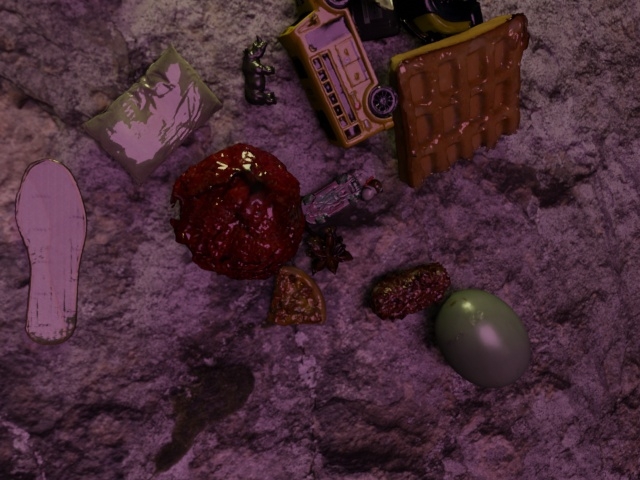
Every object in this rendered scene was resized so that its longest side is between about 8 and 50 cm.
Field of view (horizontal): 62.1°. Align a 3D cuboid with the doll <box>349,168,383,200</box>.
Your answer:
[{"bbox_3d":[0.102,-0.129,1.192,0.058,0.040,0.085,-35,111,-3],"label":"doll"}]

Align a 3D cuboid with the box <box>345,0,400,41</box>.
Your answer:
[{"bbox_3d":[0.114,-0.498,1.140,0.125,0.027,0.126,-18,106,-20],"label":"box"}]

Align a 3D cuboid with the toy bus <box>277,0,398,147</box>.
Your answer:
[{"bbox_3d":[0.023,-0.358,1.059,0.151,0.145,0.331,-30,111,-6],"label":"toy bus"}]

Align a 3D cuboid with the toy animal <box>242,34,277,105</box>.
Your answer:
[{"bbox_3d":[-0.123,-0.337,1.055,0.065,0.047,0.135,-5,106,-14],"label":"toy animal"}]

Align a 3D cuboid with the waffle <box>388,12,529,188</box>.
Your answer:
[{"bbox_3d":[0.307,-0.312,1.175,0.348,0.077,0.304,-27,128,-18],"label":"waffle"}]

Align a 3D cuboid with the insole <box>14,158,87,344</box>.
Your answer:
[{"bbox_3d":[-0.495,0.025,0.978,0.119,0.009,0.348,1,98,-24],"label":"insole"}]

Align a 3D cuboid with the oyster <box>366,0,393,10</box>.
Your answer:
[{"bbox_3d":[0.033,-0.565,1.021,0.100,0.271,0.275,-38,149,10],"label":"oyster"}]

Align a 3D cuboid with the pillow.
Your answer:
[{"bbox_3d":[-0.309,-0.233,0.993,0.229,0.050,0.148,-46,108,-7],"label":"pillow"}]

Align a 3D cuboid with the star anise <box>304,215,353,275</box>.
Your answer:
[{"bbox_3d":[0.000,0.000,1.147,0.097,0.070,0.190,-20,130,10],"label":"star anise"}]

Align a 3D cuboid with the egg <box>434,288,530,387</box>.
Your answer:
[{"bbox_3d":[0.390,0.238,1.284,0.203,0.203,0.282,-46,117,-10],"label":"egg"}]

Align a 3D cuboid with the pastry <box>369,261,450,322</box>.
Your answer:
[{"bbox_3d":[0.205,0.118,1.242,0.209,0.097,0.115,-20,110,-21],"label":"pastry"}]

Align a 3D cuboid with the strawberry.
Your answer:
[{"bbox_3d":[-0.143,-0.052,1.001,0.274,0.220,0.274,-2,95,-23],"label":"strawberry"}]

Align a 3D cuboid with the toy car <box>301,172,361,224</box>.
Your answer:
[{"bbox_3d":[0.021,-0.092,1.152,0.142,0.055,0.069,-31,114,6],"label":"toy car"}]

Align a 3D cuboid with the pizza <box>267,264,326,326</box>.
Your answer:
[{"bbox_3d":[-0.054,0.140,1.164,0.175,0.046,0.134,44,81,-23],"label":"pizza"}]

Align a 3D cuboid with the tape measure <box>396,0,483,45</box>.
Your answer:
[{"bbox_3d":[0.256,-0.520,1.143,0.186,0.112,0.199,-20,102,-28],"label":"tape measure"}]
